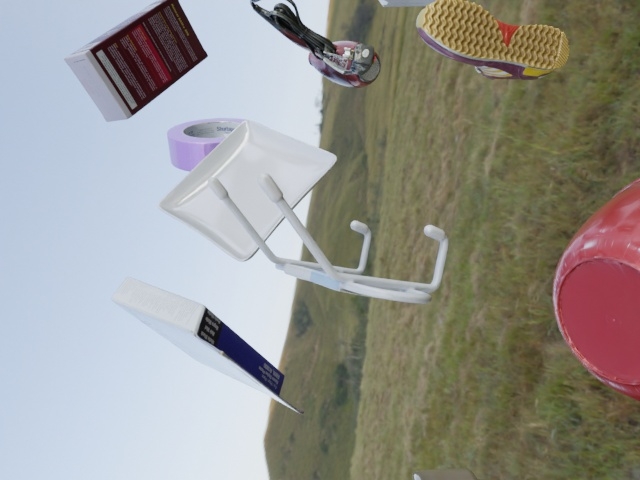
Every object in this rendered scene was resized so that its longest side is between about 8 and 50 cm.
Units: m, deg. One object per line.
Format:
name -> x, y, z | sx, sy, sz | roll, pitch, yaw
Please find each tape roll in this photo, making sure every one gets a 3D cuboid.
tape roll -> -0.306, -0.285, 1.581 | 0.275, 0.275, 0.090 | -62, -24, -60

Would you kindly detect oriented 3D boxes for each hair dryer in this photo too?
hair dryer -> 0.006, -0.349, 0.939 | 0.080, 0.223, 0.293 | -57, -1, 4

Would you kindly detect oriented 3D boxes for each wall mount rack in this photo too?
wall mount rack -> 0.000, 0.000, 0.785 | 0.350, 0.304, 0.130 | 7, 86, 61

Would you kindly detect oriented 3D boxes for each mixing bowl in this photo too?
mixing bowl -> 0.234, 0.044, 0.373 | 0.181, 0.098, 0.181 | 40, 137, 52

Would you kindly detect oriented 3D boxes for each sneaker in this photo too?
sneaker -> 0.198, -0.232, 0.655 | 0.084, 0.185, 0.069 | 155, 129, -81

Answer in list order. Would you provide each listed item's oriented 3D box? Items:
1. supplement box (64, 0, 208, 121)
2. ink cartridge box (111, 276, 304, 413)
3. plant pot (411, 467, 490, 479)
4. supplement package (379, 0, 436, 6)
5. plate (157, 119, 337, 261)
supplement box -> -0.331, -0.340, 0.996 | 0.239, 0.073, 0.130 | -53, -48, -34
ink cartridge box -> -0.143, 0.144, 0.739 | 0.045, 0.224, 0.223 | -59, -38, -21
plant pot -> 0.251, 0.382, 0.518 | 0.323, 0.280, 0.323 | -7, -90, -87
supplement package -> 0.135, -0.510, 0.896 | 0.244, 0.139, 0.134 | 9, -88, -62
plate -> -0.143, -0.103, 1.063 | 0.278, 0.277, 0.045 | -49, -36, -18
